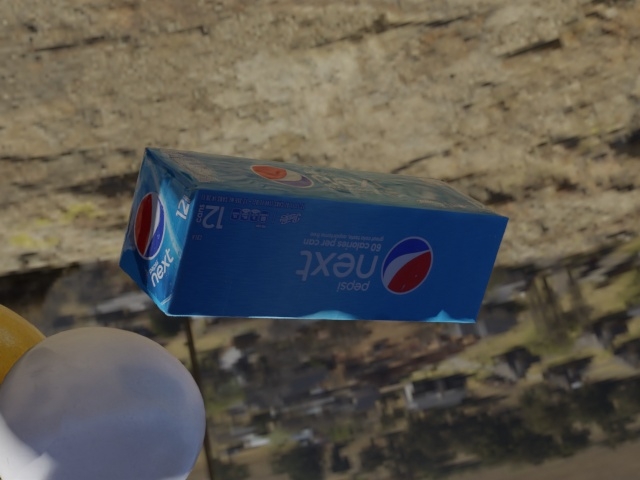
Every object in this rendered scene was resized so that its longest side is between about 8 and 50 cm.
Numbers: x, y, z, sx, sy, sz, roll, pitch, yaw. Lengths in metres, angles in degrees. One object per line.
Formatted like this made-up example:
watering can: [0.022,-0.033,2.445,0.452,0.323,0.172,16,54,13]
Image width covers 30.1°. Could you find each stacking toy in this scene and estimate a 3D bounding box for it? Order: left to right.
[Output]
stacking toy: [-0.273,0.132,0.786,0.480,0.350,0.351,-15,161,30]

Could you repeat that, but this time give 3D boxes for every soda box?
soda box: [0.000,0.000,0.666,0.210,0.067,0.071,4,110,-34]
